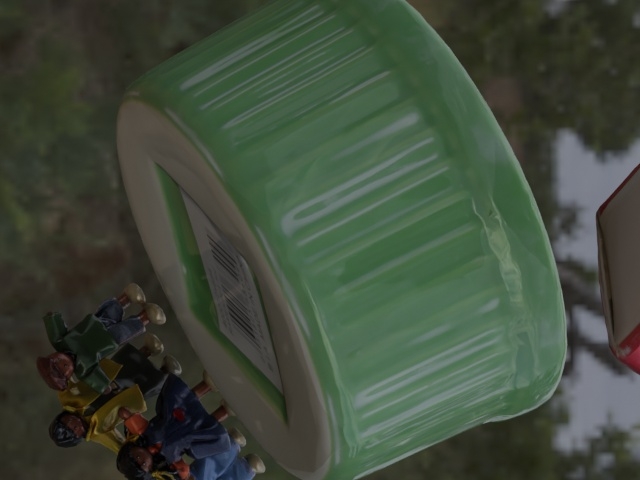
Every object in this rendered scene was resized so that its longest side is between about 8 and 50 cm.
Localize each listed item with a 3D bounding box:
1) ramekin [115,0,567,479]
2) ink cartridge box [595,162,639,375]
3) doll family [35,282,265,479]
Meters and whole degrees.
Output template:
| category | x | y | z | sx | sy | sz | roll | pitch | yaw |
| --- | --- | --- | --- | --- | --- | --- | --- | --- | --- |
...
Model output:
| category | x | y | z | sx | sy | sz | roll | pitch | yaw |
| --- | --- | --- | --- | --- | --- | --- | --- | --- | --- |
| ramekin | 0.000 | 0.000 | 1.153 | 0.303 | 0.148 | 0.303 | 52 | -21 | 30 |
| ink cartridge box | 0.309 | 0.021 | 0.846 | 0.226 | 0.306 | 0.131 | -49 | -160 | 26 |
| doll family | -0.121 | 0.128 | 1.274 | 0.111 | 0.193 | 0.076 | -39 | 172 | -33 |
